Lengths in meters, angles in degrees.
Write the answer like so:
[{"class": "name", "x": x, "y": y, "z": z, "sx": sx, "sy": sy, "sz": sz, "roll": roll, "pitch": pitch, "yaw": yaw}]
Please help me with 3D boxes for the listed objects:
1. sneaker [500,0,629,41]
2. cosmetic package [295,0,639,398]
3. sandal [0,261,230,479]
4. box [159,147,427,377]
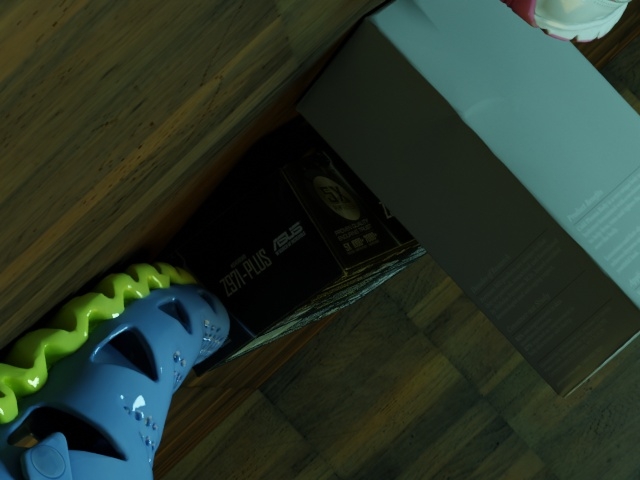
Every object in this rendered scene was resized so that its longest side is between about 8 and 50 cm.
[{"class": "sneaker", "x": 0.168, "y": -0.203, "z": 1.044, "sx": 0.252, "sy": 0.103, "sz": 0.111, "roll": -47, "pitch": 175, "yaw": -40}, {"class": "cosmetic package", "x": 0.116, "y": -0.043, "z": 1.128, "sx": 0.127, "sy": 0.238, "sz": 0.107, "roll": -34, "pitch": 168, "yaw": -42}, {"class": "sandal", "x": -0.143, "y": 0.123, "z": 1.071, "sx": 0.317, "sy": 0.138, "sz": 0.126, "roll": -40, "pitch": 172, "yaw": -48}, {"class": "box", "x": 0.000, "y": 0.000, "z": 1.241, "sx": 0.147, "sy": 0.077, "sz": 0.180, "roll": -37, "pitch": 171, "yaw": 38}]
